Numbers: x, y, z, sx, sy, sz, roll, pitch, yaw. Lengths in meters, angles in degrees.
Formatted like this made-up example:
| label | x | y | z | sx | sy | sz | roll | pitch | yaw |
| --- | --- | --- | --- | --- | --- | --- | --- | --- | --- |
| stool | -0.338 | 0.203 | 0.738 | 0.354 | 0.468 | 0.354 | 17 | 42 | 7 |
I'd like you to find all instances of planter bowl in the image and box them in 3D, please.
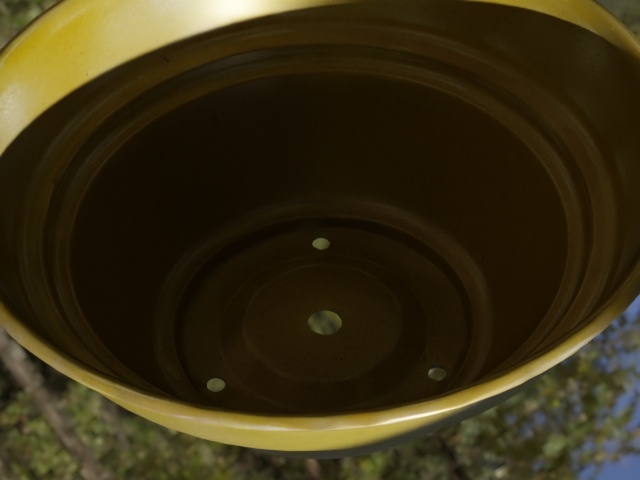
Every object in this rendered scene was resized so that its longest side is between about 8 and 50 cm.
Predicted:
| label | x | y | z | sx | sy | sz | roll | pitch | yaw |
| --- | --- | --- | --- | --- | --- | --- | --- | --- | --- |
| planter bowl | 0.000 | 0.000 | 0.517 | 0.217 | 0.090 | 0.217 | -2 | -135 | 2 |
